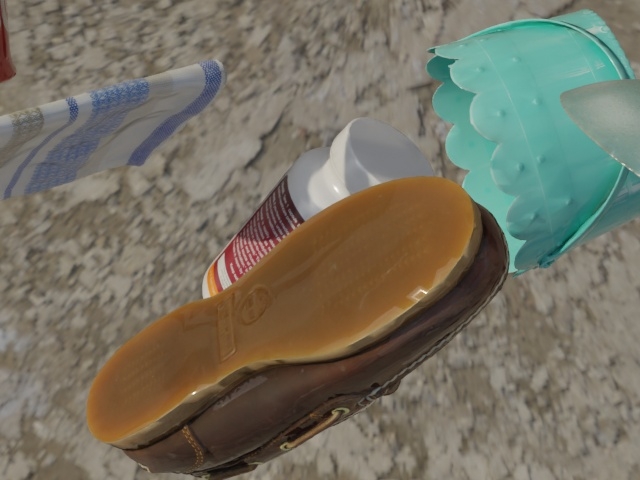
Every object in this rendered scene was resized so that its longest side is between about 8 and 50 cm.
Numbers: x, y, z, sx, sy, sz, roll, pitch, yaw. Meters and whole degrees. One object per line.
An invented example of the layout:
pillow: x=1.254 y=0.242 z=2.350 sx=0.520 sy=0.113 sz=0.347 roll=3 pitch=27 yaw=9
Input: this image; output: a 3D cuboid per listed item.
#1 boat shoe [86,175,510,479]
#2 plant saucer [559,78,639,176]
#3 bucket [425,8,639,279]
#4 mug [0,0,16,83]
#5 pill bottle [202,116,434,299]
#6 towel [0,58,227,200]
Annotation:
boat shoe: x=-0.003 y=0.042 z=0.622 sx=0.207 sy=0.073 sz=0.073 roll=-28 pitch=134 yaw=33
plant saucer: x=0.242 y=-0.056 z=0.940 sx=0.195 sy=0.195 sz=0.037 roll=27 pitch=111 yaw=-3
bucket: x=0.247 y=-0.115 z=1.675 sx=0.183 sy=0.281 sz=0.281 roll=-21 pitch=100 yaw=-2
mug: x=-0.203 y=-0.163 z=0.751 sx=0.113 sy=0.150 sz=0.169 roll=-7 pitch=108 yaw=-31
pill bottle: x=0.000 y=0.000 z=0.918 sx=0.086 sy=0.086 sz=0.152 roll=38 pitch=123 yaw=-5
towel: x=-0.229 y=-0.073 z=1.255 sx=0.285 sy=0.209 sz=0.034 roll=-20 pitch=83 yaw=-33
